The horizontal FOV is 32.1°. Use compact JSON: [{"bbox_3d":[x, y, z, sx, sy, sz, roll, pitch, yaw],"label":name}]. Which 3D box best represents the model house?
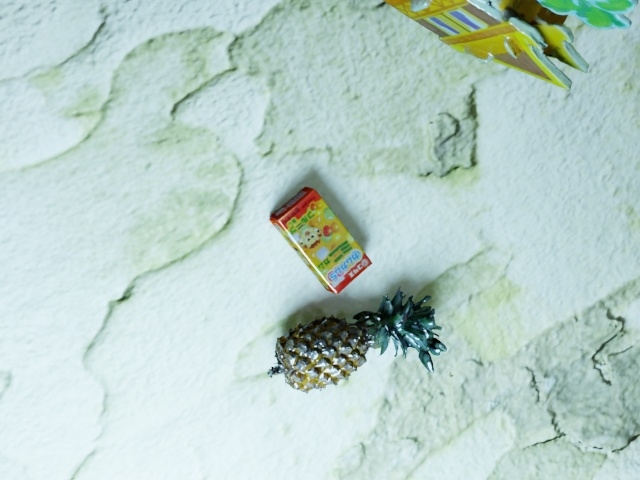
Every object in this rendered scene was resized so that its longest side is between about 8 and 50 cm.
[{"bbox_3d":[0.226,-0.321,1.202,0.312,0.357,0.242,26,86,-16],"label":"model house"}]

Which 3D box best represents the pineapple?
[{"bbox_3d":[0.041,0.128,1.329,0.221,0.103,0.083,-16,134,-16],"label":"pineapple"}]

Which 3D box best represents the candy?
[{"bbox_3d":[0.000,0.000,1.331,0.062,0.038,0.122,-41,105,-9],"label":"candy"}]
